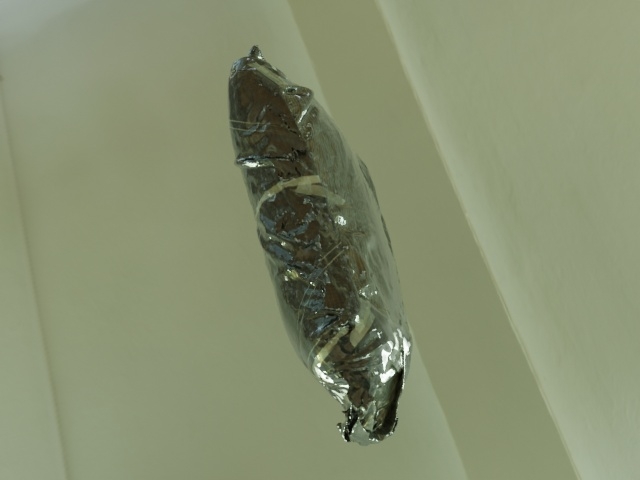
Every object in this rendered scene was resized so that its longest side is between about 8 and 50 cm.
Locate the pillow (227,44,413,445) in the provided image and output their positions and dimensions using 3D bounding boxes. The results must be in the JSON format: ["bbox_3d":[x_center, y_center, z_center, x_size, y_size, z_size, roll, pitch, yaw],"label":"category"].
[{"bbox_3d":[0.000,0.000,0.785,0.092,0.161,0.335,-24,-117,16],"label":"pillow"}]
